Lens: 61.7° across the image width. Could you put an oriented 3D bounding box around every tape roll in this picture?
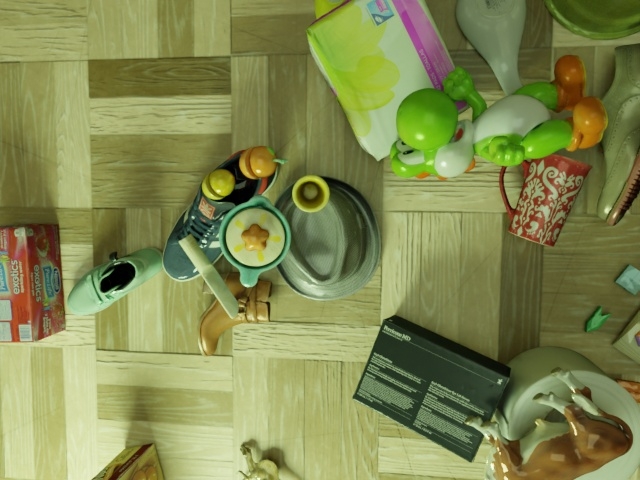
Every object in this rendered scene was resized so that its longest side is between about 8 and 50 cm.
[{"bbox_3d":[0.476,0.349,1.055,0.246,0.169,0.246,1,95,7],"label":"tape roll"}]

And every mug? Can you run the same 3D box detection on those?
[{"bbox_3d":[0.436,-0.087,1.071,0.113,0.150,0.169,8,104,-38],"label":"mug"}]

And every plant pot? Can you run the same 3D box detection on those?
[{"bbox_3d":[0.553,-0.525,0.931,0.276,0.254,0.276,1,95,8],"label":"plant pot"}]

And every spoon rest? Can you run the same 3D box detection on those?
[{"bbox_3d":[0.358,-0.398,1.066,0.137,0.084,0.276,-15,79,7],"label":"spoon rest"}]

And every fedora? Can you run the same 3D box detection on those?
[{"bbox_3d":[0.000,0.000,1.111,0.243,0.124,0.275,-8,93,9],"label":"fedora"}]

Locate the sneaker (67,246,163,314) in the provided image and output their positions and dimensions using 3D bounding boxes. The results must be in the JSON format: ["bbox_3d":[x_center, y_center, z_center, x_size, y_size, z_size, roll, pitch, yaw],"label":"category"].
[{"bbox_3d":[-0.478,0.095,1.168,0.256,0.151,0.094,-30,92,10],"label":"sneaker"}]

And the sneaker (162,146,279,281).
[{"bbox_3d":[-0.232,-0.055,1.124,0.131,0.148,0.350,38,98,3],"label":"sneaker"}]

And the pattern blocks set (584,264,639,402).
[{"bbox_3d":[0.703,0.209,1.057,0.325,0.026,0.285,28,96,15],"label":"pattern blocks set"}]

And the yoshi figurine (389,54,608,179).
[{"bbox_3d":[0.288,-0.215,0.946,0.362,0.203,0.203,-15,100,15],"label":"yoshi figurine"}]

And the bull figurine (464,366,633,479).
[{"bbox_3d":[0.371,0.369,0.934,0.310,0.101,0.188,-36,87,10],"label":"bull figurine"}]

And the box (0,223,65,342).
[{"bbox_3d":[-0.673,0.092,1.206,0.128,0.122,0.257,-2,94,7],"label":"box"}]

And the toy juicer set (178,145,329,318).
[{"bbox_3d":[-0.153,-0.028,1.007,0.209,0.089,0.329,37,96,-9],"label":"toy juicer set"}]

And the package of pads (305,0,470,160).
[{"bbox_3d":[0.128,-0.331,1.043,0.229,0.101,0.296,-29,108,9],"label":"package of pads"}]

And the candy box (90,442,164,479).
[{"bbox_3d":[-0.402,0.642,1.185,0.087,0.183,0.316,-15,92,9],"label":"candy box"}]

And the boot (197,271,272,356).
[{"bbox_3d":[-0.186,0.169,1.177,0.152,0.073,0.197,7,98,3],"label":"boot"}]

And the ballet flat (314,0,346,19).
[{"bbox_3d":[0.043,-0.553,1.084,0.077,0.077,0.231,23,97,4],"label":"ballet flat"}]

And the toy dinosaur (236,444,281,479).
[{"bbox_3d":[-0.122,0.541,1.207,0.183,0.053,0.092,34,97,4],"label":"toy dinosaur"}]

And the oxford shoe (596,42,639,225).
[{"bbox_3d":[0.584,-0.204,1.042,0.130,0.123,0.348,19,99,32],"label":"oxford shoe"}]

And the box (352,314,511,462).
[{"bbox_3d":[0.224,0.289,1.088,0.261,0.103,0.184,24,100,20],"label":"box"}]
